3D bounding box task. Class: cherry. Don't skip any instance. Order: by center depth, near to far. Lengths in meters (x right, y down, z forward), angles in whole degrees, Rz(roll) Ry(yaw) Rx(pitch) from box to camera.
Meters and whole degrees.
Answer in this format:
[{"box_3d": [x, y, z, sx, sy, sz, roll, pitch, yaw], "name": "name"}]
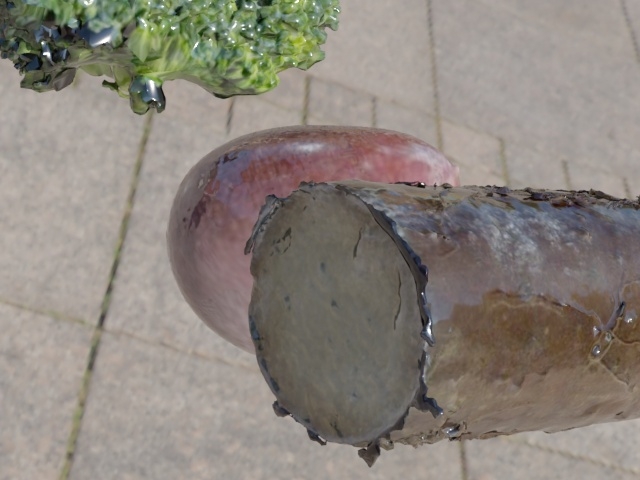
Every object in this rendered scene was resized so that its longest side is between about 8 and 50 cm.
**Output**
[{"box_3d": [0.000, 0.000, 1.222, 0.261, 0.307, 0.221, 25, 53, -53], "name": "cherry"}]

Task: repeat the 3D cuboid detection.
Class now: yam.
[{"box_3d": [0.104, 0.036, 0.636, 0.279, 0.131, 0.131, 2, 42, -38], "name": "yam"}]

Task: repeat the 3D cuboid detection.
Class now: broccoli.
[{"box_3d": [-0.117, -0.157, 0.724, 0.176, 0.226, 0.198, 52, 20, -44], "name": "broccoli"}]
